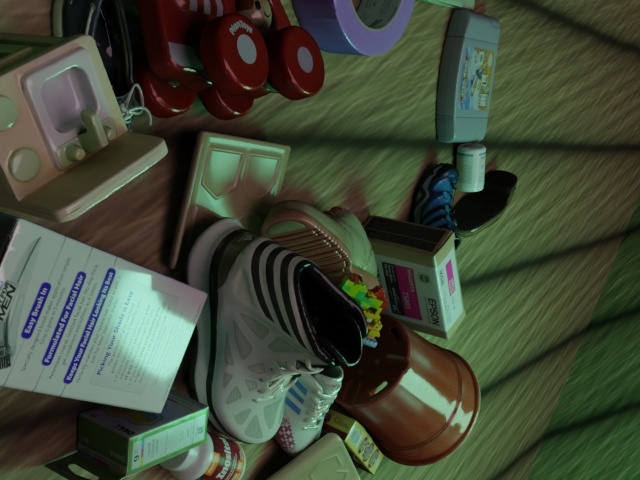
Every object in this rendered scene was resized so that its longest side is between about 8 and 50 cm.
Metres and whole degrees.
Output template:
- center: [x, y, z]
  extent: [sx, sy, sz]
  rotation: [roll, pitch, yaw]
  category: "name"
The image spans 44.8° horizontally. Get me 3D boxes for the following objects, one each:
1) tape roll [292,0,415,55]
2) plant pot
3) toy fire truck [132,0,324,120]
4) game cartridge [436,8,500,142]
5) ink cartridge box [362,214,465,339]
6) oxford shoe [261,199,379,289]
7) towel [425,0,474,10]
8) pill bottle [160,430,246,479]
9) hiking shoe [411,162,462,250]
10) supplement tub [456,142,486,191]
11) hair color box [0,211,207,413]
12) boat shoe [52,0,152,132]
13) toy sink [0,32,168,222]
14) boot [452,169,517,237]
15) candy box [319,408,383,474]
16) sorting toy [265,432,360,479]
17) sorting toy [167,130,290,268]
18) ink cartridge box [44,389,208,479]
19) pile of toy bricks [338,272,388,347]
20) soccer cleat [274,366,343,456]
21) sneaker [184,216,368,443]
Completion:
- center: [0.064, -0.460, 1.338]
  extent: [0.275, 0.090, 0.274]
  rotation: [-24, 120, -50]
  category: "tape roll"
- center: [0.151, 0.292, 1.603]
  extent: [0.265, 0.272, 0.272]
  rotation: [43, 66, -43]
  category: "plant pot"
- center: [-0.134, -0.307, 1.063]
  extent: [0.302, 0.169, 0.253]
  rotation: [-10, 91, -55]
  category: "toy fire truck"
- center: [0.340, -0.375, 1.801]
  extent: [0.198, 0.062, 0.297]
  rotation: [-15, 114, -57]
  category: "game cartridge"
- center: [0.185, 0.077, 1.610]
  extent: [0.088, 0.193, 0.234]
  rotation: [-47, 136, -37]
  category: "ink cartridge box"
- center: [0.000, 0.000, 1.387]
  extent: [0.397, 0.141, 0.146]
  rotation: [48, 37, -62]
  category: "oxford shoe"
- center: [0.290, -0.662, 1.638]
  extent: [0.248, 0.038, 0.324]
  rotation: [-16, 114, -53]
  category: "towel"
- center: [-0.193, 0.351, 1.257]
  extent: [0.152, 0.086, 0.086]
  rotation: [41, 68, -53]
  category: "pill bottle"
- center: [0.269, -0.029, 1.746]
  extent: [0.113, 0.132, 0.304]
  rotation: [38, 70, -54]
  category: "hiking shoe"
- center: [0.364, -0.178, 1.887]
  extent: [0.071, 0.071, 0.107]
  rotation: [-27, 124, -48]
  category: "supplement tub"
- center: [-0.311, 0.098, 0.980]
  extent: [0.339, 0.110, 0.185]
  rotation: [33, 76, -56]
  category: "hair color box"
- center: [-0.267, -0.186, 0.965]
  extent: [0.095, 0.079, 0.254]
  rotation: [-22, 119, -51]
  category: "boat shoe"
- center: [-0.301, -0.128, 0.798]
  extent: [0.153, 0.234, 0.131]
  rotation: [-44, 135, -37]
  category: "toy sink"
- center: [0.420, -0.066, 1.987]
  extent: [0.305, 0.112, 0.115]
  rotation: [-39, 142, -45]
  category: "boot"
- center: [0.050, 0.411, 1.608]
  extent: [0.053, 0.109, 0.186]
  rotation: [-58, 142, -21]
  category: "candy box"
- center: [-0.022, 0.483, 1.538]
  extent: [0.193, 0.038, 0.208]
  rotation: [-35, 136, -12]
  category: "sorting toy"
- center: [-0.155, -0.014, 1.230]
  extent: [0.229, 0.041, 0.307]
  rotation: [0, 108, -56]
  category: "sorting toy"
- center: [-0.270, 0.274, 1.099]
  extent: [0.209, 0.109, 0.062]
  rotation: [-11, 110, -53]
  category: "ink cartridge box"
- center: [0.041, 0.103, 1.338]
  extent: [0.212, 0.118, 0.105]
  rotation: [21, 114, -27]
  category: "pile of toy bricks"
- center: [-0.023, 0.281, 1.427]
  extent: [0.116, 0.143, 0.331]
  rotation: [-36, 129, -44]
  category: "soccer cleat"
- center: [-0.063, 0.196, 1.205]
  extent: [0.169, 0.258, 0.447]
  rotation: [-39, 138, -38]
  category: "sneaker"
